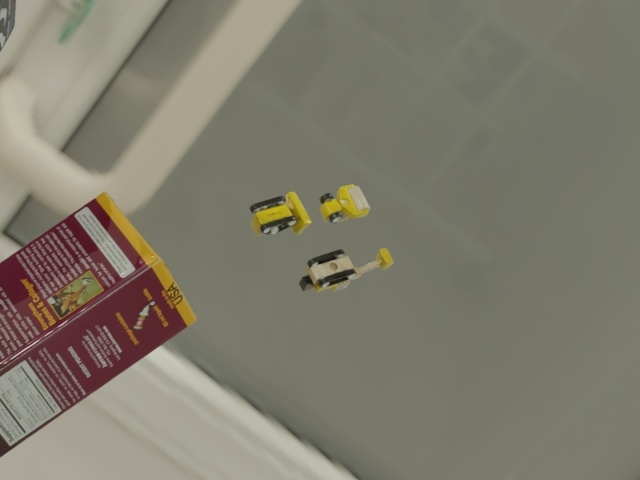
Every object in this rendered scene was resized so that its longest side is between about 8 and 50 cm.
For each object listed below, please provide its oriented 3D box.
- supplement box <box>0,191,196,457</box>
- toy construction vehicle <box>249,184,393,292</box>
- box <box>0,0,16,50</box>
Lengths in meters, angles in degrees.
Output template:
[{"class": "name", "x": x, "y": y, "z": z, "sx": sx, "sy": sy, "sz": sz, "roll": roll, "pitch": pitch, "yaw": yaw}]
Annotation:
[{"class": "supplement box", "x": -0.206, "y": 0.064, "z": 1.376, "sx": 0.104, "sy": 0.188, "sz": 0.081, "roll": 47, "pitch": -12, "yaw": 44}, {"class": "toy construction vehicle", "x": 0.000, "y": 0.000, "z": 1.412, "sx": 0.098, "sy": 0.035, "sz": 0.086, "roll": -19, "pitch": 67, "yaw": -29}, {"class": "box", "x": -0.388, "y": -0.219, "z": 1.468, "sx": 0.247, "sy": 0.163, "sz": 0.142, "roll": 19, "pitch": 55, "yaw": 1}]
